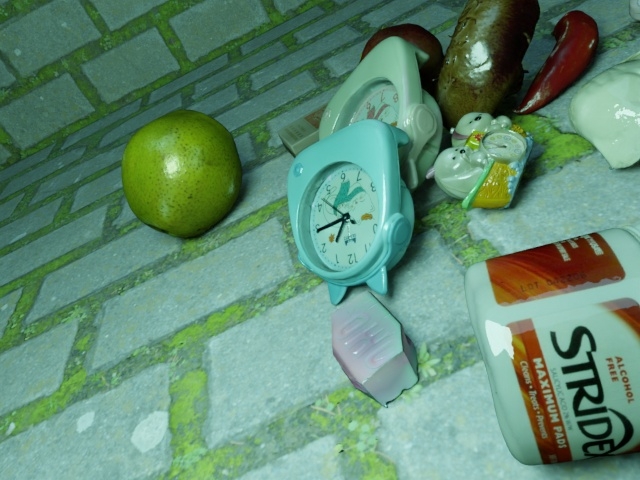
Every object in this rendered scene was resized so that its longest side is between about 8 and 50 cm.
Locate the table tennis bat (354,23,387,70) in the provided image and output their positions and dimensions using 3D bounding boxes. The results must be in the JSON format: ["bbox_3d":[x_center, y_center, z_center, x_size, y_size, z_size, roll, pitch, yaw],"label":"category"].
[{"bbox_3d":[0.132,-0.504,1.436,0.224,0.054,0.369,-58,5,30],"label":"table tennis bat"}]

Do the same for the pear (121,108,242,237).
[{"bbox_3d":[-0.318,-0.147,1.169,0.294,0.294,0.294,-19,35,14],"label":"pear"}]

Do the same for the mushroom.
[{"bbox_3d":[0.312,-0.345,0.983,0.163,0.278,0.297,23,93,19],"label":"mushroom"}]

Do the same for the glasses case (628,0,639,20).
[{"bbox_3d":[0.788,-0.509,1.017,0.296,0.075,0.113,-3,39,31],"label":"glasses case"}]

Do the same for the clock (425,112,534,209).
[{"bbox_3d":[0.271,-0.138,0.855,0.144,0.103,0.231,22,53,19],"label":"clock"}]

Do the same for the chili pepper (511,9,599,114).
[{"bbox_3d":[0.506,-0.398,1.069,0.137,0.092,0.368,-14,30,47],"label":"chili pepper"}]

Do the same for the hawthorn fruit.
[{"bbox_3d":[0.194,-0.429,1.220,0.208,0.208,0.248,-12,46,23],"label":"hawthorn fruit"}]

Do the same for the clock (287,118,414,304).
[{"bbox_3d":[0.051,-0.038,0.825,0.223,0.094,0.274,-16,76,44],"label":"clock"}]

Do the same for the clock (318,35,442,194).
[{"bbox_3d":[0.112,-0.189,0.956,0.265,0.108,0.324,-39,46,43],"label":"clock"}]

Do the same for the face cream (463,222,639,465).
[{"bbox_3d":[0.254,0.098,0.490,0.187,0.201,0.201,-16,36,17],"label":"face cream"}]

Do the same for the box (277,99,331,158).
[{"bbox_3d":[0.001,-0.287,1.303,0.201,0.058,0.141,-30,34,-3],"label":"box"}]

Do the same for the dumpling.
[{"bbox_3d":[0.481,-0.225,0.798,0.216,0.126,0.166,-42,-10,-43],"label":"dumpling"}]

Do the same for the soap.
[{"bbox_3d":[0.069,0.145,0.692,0.100,0.056,0.149,-35,34,-5],"label":"soap"}]
